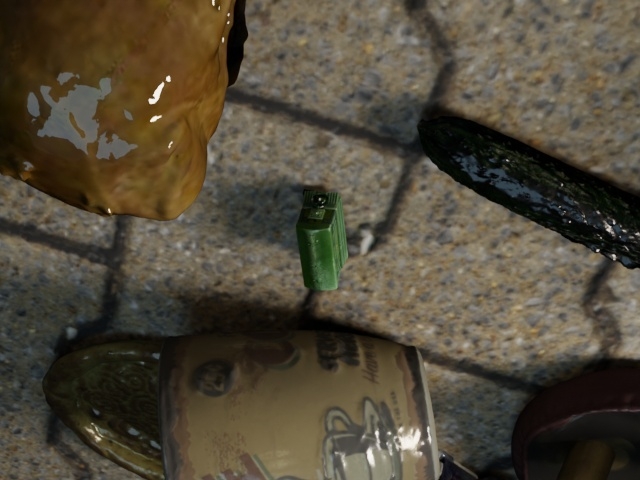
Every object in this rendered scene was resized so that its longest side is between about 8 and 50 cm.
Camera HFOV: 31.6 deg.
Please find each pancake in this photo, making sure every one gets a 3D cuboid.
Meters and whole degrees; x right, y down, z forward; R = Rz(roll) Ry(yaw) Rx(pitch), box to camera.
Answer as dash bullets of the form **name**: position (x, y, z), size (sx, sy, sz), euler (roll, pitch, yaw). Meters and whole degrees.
- **pancake**: position (-0.194, 0.197, 1.296), size (0.250, 0.031, 0.250), euler (8, 133, 8)

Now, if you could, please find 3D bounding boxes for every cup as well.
- **cup**: position (-0.014, 0.213, 1.154), size (0.257, 0.227, 0.301), euler (-6, 152, 1)

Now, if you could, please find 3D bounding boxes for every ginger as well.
- **ginger**: position (-0.168, -0.149, 0.840), size (0.201, 0.223, 0.269), euler (15, 137, 6)

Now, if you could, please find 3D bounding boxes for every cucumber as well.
- **cucumber**: position (0.191, -0.040, 0.950), size (0.245, 0.067, 0.067), euler (23, 134, -10)

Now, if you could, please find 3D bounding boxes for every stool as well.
- **stool**: position (0.321, 0.273, 1.133), size (0.272, 0.178, 0.272), euler (8, 135, 8)

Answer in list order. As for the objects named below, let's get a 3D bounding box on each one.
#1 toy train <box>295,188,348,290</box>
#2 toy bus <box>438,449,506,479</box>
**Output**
- **toy train**: position (0.000, 0.000, 1.043), size (0.038, 0.056, 0.093), euler (5, 133, 13)
- **toy bus**: position (0.189, 0.387, 1.301), size (0.305, 0.143, 0.179), euler (35, 133, -21)
